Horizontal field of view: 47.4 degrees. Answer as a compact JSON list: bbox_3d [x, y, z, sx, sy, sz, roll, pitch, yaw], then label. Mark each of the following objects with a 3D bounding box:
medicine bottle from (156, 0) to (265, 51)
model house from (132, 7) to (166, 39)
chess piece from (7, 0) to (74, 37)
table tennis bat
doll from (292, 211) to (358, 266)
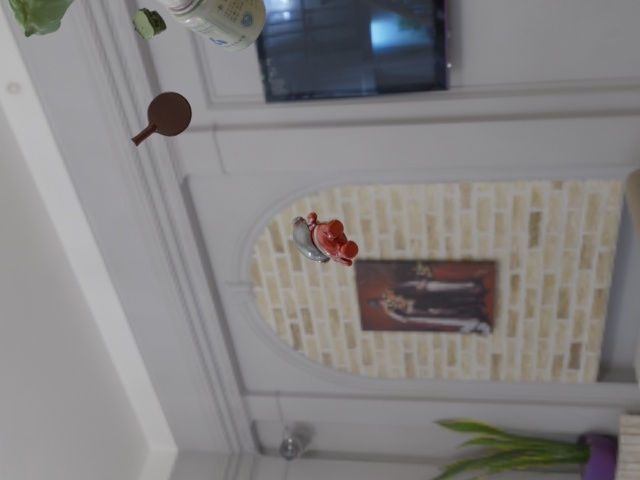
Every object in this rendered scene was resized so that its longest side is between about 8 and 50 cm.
[{"bbox_3d":[-0.283,-0.597,1.801,0.292,0.170,0.170,19,-112,-52],"label":"medicine bottle"},{"bbox_3d":[-0.469,-0.608,2.022,0.079,0.066,0.083,59,-140,-16],"label":"model house"},{"bbox_3d":[-0.687,-0.637,1.728,0.176,0.175,0.298,-79,-21,-47],"label":"chess piece"},{"bbox_3d":[-0.357,-0.265,1.626,0.098,0.154,0.019,51,-179,-2],"label":"table tennis bat"},{"bbox_3d":[0.000,0.000,1.559,0.142,0.076,0.245,55,163,-12],"label":"doll"}]
